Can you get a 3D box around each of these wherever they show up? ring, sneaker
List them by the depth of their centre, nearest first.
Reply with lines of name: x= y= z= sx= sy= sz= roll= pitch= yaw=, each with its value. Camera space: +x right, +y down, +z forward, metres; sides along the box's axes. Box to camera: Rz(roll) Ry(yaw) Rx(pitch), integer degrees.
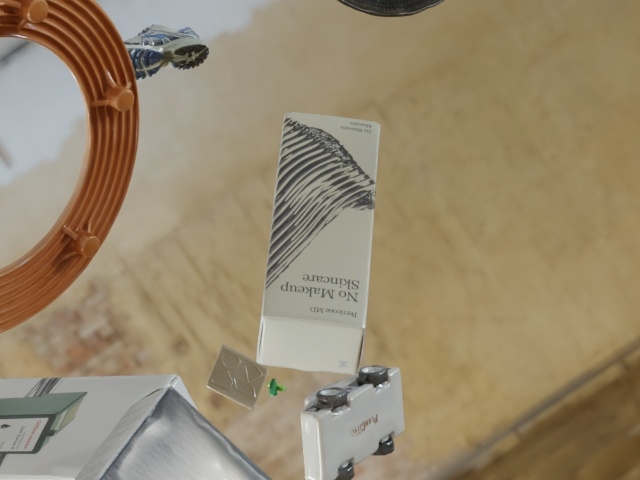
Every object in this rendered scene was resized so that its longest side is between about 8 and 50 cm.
ring: x=-0.279 y=-0.066 z=1.558 sx=0.032 sy=0.337 sz=0.336 roll=25 pitch=-131 yaw=38
sneaker: x=-0.209 y=-0.235 z=2.234 sx=0.135 sy=0.058 sz=0.052 roll=-7 pitch=138 yaw=-23

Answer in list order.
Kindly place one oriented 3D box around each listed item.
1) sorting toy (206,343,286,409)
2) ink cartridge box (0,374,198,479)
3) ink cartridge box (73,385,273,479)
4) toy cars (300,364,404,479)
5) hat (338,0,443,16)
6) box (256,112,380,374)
sorting toy: x=-0.077 y=0.152 z=1.928 sx=0.012 sy=0.083 sz=0.062 roll=-50 pitch=-165 yaw=48
ink cartridge box: x=-0.211 y=0.223 z=1.465 sx=0.289 sy=0.211 sz=0.121 roll=-4 pitch=-142 yaw=30
ink cartridge box: x=-0.083 y=0.304 z=1.233 sx=0.072 sy=0.303 sz=0.307 roll=-35 pitch=-166 yaw=46
toy cars: x=-0.016 y=0.286 z=1.980 sx=0.087 sy=0.176 sz=0.394 roll=3 pitch=-125 yaw=30
hat: x=0.083 y=-0.461 z=2.359 sx=0.331 sy=0.331 sz=0.134 roll=-37 pitch=180 yaw=-40
box: x=0.000 y=0.000 z=1.920 sx=0.094 sy=0.113 sz=0.275 roll=98 pitch=-4 yaw=-53
